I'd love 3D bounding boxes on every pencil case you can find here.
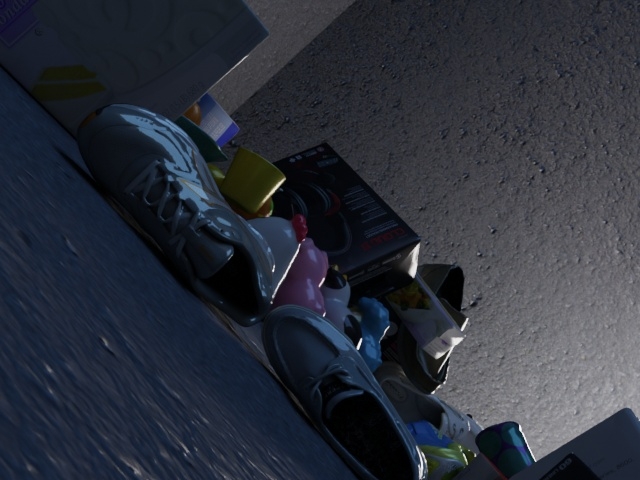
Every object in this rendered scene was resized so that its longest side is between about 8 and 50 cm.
[{"bbox_3d":[0.255,0.305,1.494,0.070,0.064,0.151,46,15,-51],"label":"pencil case"}]

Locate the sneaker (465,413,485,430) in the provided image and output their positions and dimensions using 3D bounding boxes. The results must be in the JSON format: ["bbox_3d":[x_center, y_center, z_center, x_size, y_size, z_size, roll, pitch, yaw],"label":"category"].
[{"bbox_3d":[0.289,0.411,2.069,0.315,0.127,0.182,39,-2,41],"label":"sneaker"}]

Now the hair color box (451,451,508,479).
[{"bbox_3d":[0.217,0.348,1.410,0.167,0.093,0.053,47,1,40],"label":"hair color box"}]

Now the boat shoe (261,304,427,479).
[{"bbox_3d":[0.024,0.151,1.125,0.227,0.079,0.081,51,-3,10],"label":"boat shoe"}]

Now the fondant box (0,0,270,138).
[{"bbox_3d":[-0.251,-0.269,1.253,0.330,0.238,0.096,47,2,-29],"label":"fondant box"}]

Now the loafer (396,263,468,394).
[{"bbox_3d":[0.190,0.135,1.938,0.094,0.087,0.251,35,47,-33],"label":"loafer"}]

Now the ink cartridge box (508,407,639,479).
[{"bbox_3d":[0.370,0.404,1.163,0.285,0.166,0.395,47,15,-32],"label":"ink cartridge box"}]

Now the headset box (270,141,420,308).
[{"bbox_3d":[0.000,0.000,1.840,0.293,0.218,0.110,49,-31,34],"label":"headset box"}]

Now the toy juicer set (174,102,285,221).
[{"bbox_3d":[-0.184,-0.133,1.515,0.329,0.089,0.209,31,-8,9],"label":"toy juicer set"}]

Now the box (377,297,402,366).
[{"bbox_3d":[0.066,0.138,2.026,0.247,0.142,0.163,48,1,-23],"label":"box"}]

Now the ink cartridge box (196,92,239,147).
[{"bbox_3d":[-0.289,-0.254,1.863,0.270,0.151,0.395,48,2,14],"label":"ink cartridge box"}]

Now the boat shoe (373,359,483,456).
[{"bbox_3d":[0.186,0.311,1.938,0.277,0.098,0.096,38,2,-9],"label":"boat shoe"}]

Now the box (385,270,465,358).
[{"bbox_3d":[0.119,0.053,1.922,0.324,0.063,0.067,55,8,36],"label":"box"}]

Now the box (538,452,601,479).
[{"bbox_3d":[0.229,0.313,0.942,0.143,0.165,0.270,48,0,-13],"label":"box"}]

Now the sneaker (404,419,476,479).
[{"bbox_3d":[0.173,0.300,1.580,0.126,0.091,0.240,47,1,37],"label":"sneaker"}]

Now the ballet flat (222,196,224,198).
[{"bbox_3d":[-0.186,-0.068,1.795,0.168,0.057,0.052,48,-9,3],"label":"ballet flat"}]

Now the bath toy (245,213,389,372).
[{"bbox_3d":[-0.020,0.063,1.503,0.151,0.129,0.348,48,2,36],"label":"bath toy"}]

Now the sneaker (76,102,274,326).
[{"bbox_3d":[-0.127,-0.023,1.126,0.262,0.099,0.121,46,5,-24],"label":"sneaker"}]
